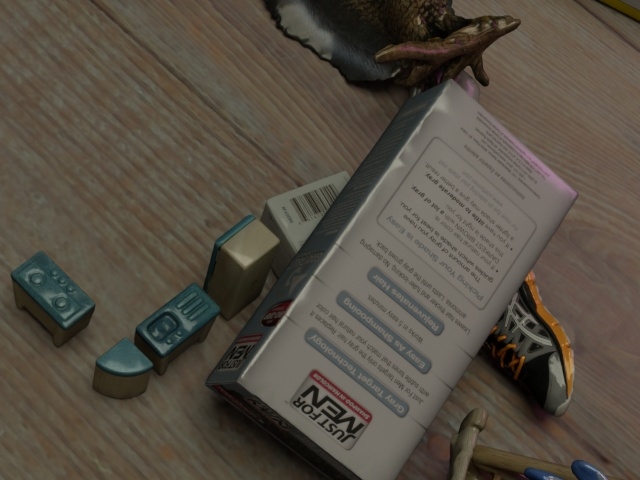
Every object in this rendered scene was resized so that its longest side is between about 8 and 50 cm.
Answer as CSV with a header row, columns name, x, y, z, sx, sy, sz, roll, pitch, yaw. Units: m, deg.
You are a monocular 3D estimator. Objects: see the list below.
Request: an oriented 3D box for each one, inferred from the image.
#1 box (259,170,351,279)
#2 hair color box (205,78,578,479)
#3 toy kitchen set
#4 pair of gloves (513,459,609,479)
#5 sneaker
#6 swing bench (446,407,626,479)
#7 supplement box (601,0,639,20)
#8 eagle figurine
name,x,y,z,sx,sy,sz,roll,pitch,yaw
box,0.000,0.000,1.419,0.101,0.087,0.102,-22,70,-23
hair color box,0.075,0.046,1.320,0.185,0.114,0.374,40,71,-13
toy kitchen set,-0.177,0.031,1.337,0.166,0.122,0.207,43,60,12
pair of gloves,0.226,0.287,1.163,0.159,0.023,0.198,23,58,5
sneaker,0.204,0.097,1.424,0.083,0.084,0.214,-13,56,-16
swing bench,0.203,0.334,1.241,0.255,0.165,0.253,21,59,5
supplement box,0.424,-0.424,1.702,0.357,0.194,0.195,28,59,2
eagle figurine,0.096,-0.285,1.575,0.226,0.225,0.298,28,11,-44
